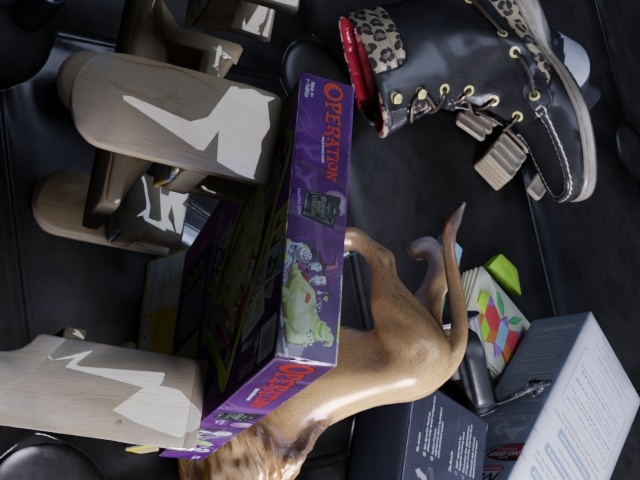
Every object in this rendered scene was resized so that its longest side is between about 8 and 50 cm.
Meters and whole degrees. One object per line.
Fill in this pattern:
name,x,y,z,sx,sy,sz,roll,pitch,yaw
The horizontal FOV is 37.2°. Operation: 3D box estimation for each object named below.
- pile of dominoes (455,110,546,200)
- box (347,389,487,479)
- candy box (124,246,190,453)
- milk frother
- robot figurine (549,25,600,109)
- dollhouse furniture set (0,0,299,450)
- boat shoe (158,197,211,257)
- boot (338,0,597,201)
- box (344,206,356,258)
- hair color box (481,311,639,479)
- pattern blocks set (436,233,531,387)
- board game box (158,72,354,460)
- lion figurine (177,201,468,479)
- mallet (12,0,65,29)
pile of dominoes,0.330,-0.177,1.647,0.196,0.040,0.251,46,41,-1
box,0.124,0.275,1.196,0.158,0.093,0.156,37,51,-34
candy box,-0.144,0.106,0.962,0.027,0.105,0.206,30,54,-46
milk frother,0.227,0.163,1.300,0.143,0.129,0.135,-15,95,-27
robot figurine,0.323,-0.277,1.563,0.278,0.209,0.174,21,84,-27
dollhouse furniture set,-0.211,-0.047,0.779,0.256,0.362,0.395,12,77,-19
boat shoe,-0.099,0.018,1.076,0.228,0.080,0.076,31,55,-27
boot,0.208,-0.202,1.351,0.284,0.138,0.378,-17,84,-14
box,0.000,0.000,1.179,0.052,0.083,0.062,-25,94,-48
hair color box,0.325,0.295,1.368,0.185,0.113,0.374,56,47,-18
pattern blocks set,0.269,0.146,1.459,0.324,0.026,0.286,34,52,-34
board game box,-0.062,0.044,0.762,0.056,0.347,0.208,8,66,-19
lion figurine,0.013,0.134,0.962,0.142,0.392,0.240,45,19,-54
mallet,-0.352,-0.257,0.943,0.189,0.062,0.039,10,65,-29
